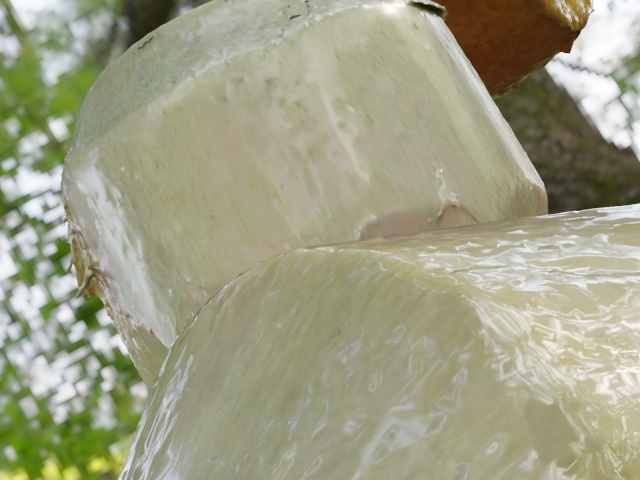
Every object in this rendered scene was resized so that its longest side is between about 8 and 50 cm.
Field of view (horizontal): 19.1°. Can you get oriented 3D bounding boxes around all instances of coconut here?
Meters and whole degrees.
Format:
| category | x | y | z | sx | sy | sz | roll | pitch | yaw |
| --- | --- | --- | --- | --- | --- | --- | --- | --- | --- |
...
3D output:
| category | x | y | z | sx | sy | sz | roll | pitch | yaw |
| --- | --- | --- | --- | --- | --- | --- | --- | --- | --- |
| coconut | 0.000 | 0.000 | 0.882 | 0.224 | 0.234 | 0.224 | -17 | -10 | -3 |
| coconut | 0.061 | 0.132 | 0.486 | 0.329 | 0.329 | 0.329 | -28 | -15 | -8 |

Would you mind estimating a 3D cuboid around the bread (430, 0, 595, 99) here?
| category | x | y | z | sx | sy | sz | roll | pitch | yaw |
| --- | --- | --- | --- | --- | --- | --- | --- | --- | --- |
| bread | 0.070 | -0.238 | 1.298 | 0.172 | 0.312 | 0.312 | -22 | -10 | 22 |
